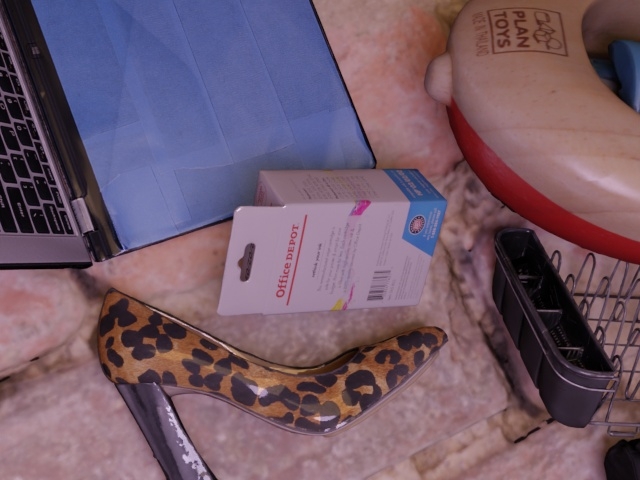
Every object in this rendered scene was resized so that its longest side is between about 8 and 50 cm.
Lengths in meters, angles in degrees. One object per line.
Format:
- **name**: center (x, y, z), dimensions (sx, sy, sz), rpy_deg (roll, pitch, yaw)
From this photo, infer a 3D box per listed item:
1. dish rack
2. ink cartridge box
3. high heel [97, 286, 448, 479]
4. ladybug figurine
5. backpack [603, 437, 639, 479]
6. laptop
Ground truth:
- **dish rack**: center (0.286, 0.079, 0.977), dimensions (0.272, 0.074, 0.208), rpy_deg (4, 32, -13)
- **ink cartridge box**: center (0.000, 0.000, 0.946), dimensions (0.181, 0.061, 0.104), rpy_deg (-2, 122, -25)
- **high heel**: center (-0.040, 0.076, 0.944), dimensions (0.261, 0.093, 0.186), rpy_deg (-27, 86, -12)
- **ladybug figurine**: center (0.298, -0.091, 1.004), dimensions (0.449, 0.162, 0.305), rpy_deg (11, 49, -10)
- **backpack**: center (0.339, 0.213, 0.992), dimensions (0.182, 0.115, 0.152), rpy_deg (-12, 94, -14)
- **laptop**: center (-0.181, -0.195, 0.907), dimensions (0.236, 0.408, 0.382), rpy_deg (-24, 82, 16)
